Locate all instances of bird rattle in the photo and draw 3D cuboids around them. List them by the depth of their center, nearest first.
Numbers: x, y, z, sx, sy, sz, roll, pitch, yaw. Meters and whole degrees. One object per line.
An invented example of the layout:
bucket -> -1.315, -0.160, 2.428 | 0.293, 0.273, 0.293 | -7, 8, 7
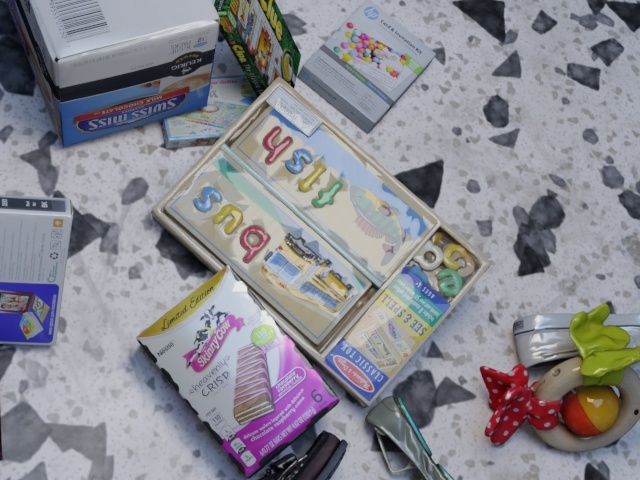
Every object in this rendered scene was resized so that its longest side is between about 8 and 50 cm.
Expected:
bird rattle -> 0.355, 0.224, 1.668 | 0.253, 0.143, 0.207 | -41, 117, 8

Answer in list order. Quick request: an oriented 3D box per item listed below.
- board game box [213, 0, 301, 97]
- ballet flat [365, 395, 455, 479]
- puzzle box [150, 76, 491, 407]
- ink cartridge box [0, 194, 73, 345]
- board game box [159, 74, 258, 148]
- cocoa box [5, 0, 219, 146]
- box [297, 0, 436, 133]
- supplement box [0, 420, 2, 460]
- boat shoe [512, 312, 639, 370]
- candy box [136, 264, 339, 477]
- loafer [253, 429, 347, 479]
board game box -> -0.088, -0.296, 1.734 | 0.030, 0.260, 0.136 | -2, 61, 18
ballet flat -> 0.136, 0.311, 1.623 | 0.068, 0.072, 0.213 | -35, 78, -1
puzzle box -> 0.000, 0.000, 1.678 | 0.409, 0.052, 0.272 | 41, 79, 3
ink cartridge box -> -0.422, 0.037, 1.483 | 0.208, 0.206, 0.045 | 3, 34, -19
board game box -> -0.163, -0.192, 1.776 | 0.154, 0.026, 0.103 | -6, 68, -21
cocoa box -> -0.311, -0.351, 1.669 | 0.231, 0.228, 0.347 | -18, 70, -18
box -> 0.075, -0.277, 1.890 | 0.145, 0.038, 0.186 | 40, 59, 2
supplement box -> -0.503, 0.203, 1.415 | 0.239, 0.073, 0.130 | -3, 100, -20
boat shoe -> 0.416, 0.158, 1.766 | 0.267, 0.096, 0.088 | 3, 69, -16
candy box -> -0.108, 0.171, 1.569 | 0.159, 0.071, 0.233 | -39, 81, -10
loafer -> -0.080, 0.346, 1.505 | 0.095, 0.109, 0.302 | 37, 62, 6
